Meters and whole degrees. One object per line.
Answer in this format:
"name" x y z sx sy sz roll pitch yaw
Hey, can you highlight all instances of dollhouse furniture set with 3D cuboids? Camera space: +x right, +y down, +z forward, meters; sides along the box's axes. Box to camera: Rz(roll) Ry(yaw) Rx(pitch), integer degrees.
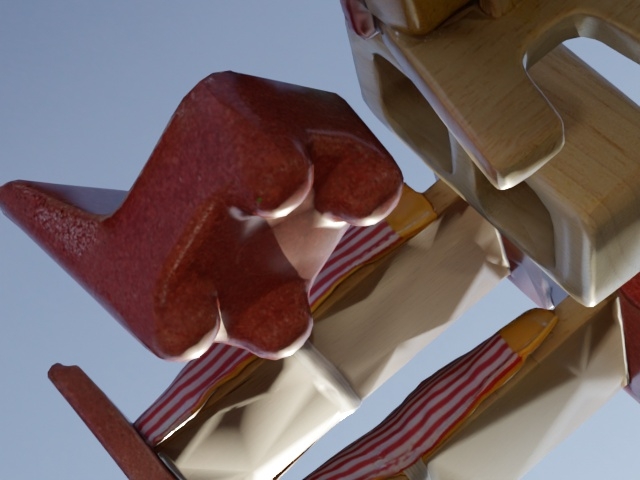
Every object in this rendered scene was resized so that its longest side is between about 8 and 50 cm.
"dollhouse furniture set" 0.000 0.000 0.484 0.201 0.152 0.374 -39 -31 -10
